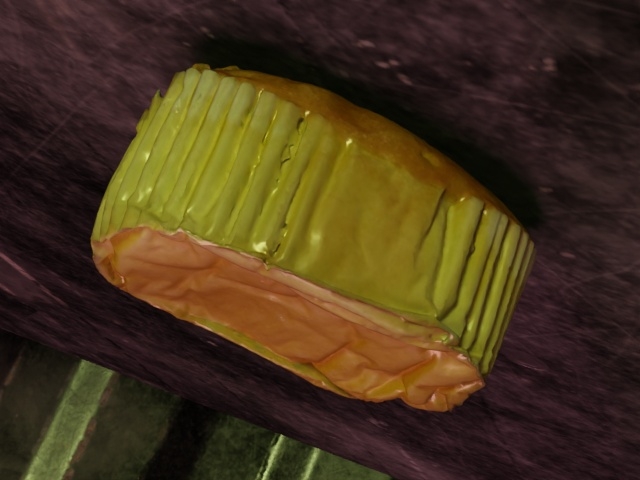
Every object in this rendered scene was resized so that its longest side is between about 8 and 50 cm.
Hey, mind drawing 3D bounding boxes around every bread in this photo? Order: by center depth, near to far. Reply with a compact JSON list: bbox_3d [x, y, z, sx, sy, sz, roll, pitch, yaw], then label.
[{"bbox_3d":[0.000,0.000,0.768,0.250,0.133,0.179,23,161,-10],"label":"bread"}]
